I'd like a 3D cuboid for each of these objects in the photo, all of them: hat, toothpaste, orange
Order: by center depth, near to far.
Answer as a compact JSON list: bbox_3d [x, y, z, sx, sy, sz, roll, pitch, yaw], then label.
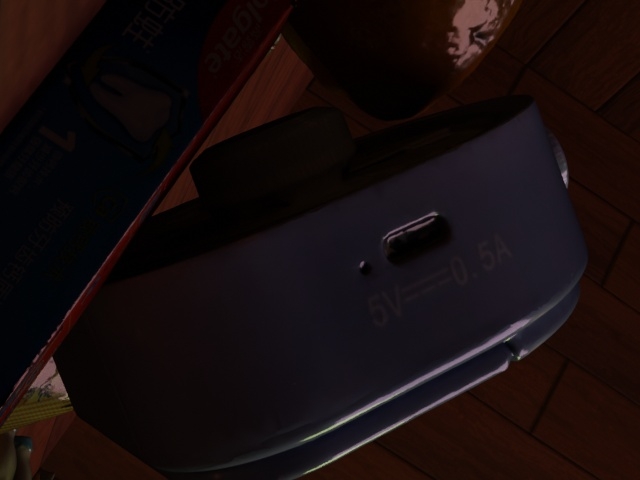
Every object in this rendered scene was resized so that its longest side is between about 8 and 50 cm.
[{"bbox_3d":[-0.125,-0.020,0.551,0.320,0.076,0.066,-57,-177,-20],"label":"toothpaste"},{"bbox_3d":[0.058,-0.227,0.888,0.249,0.183,0.249,-48,-161,23],"label":"orange"},{"bbox_3d":[-0.245,0.126,1.029,0.193,0.082,0.193,-57,-177,5],"label":"hat"}]

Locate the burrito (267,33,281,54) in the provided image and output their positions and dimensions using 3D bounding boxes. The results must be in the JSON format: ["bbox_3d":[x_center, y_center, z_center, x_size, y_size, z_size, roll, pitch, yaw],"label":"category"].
[{"bbox_3d":[-0.061,-0.182,0.993,0.074,0.044,0.118,-60,178,12],"label":"burrito"}]

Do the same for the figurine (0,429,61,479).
[{"bbox_3d":[-0.301,0.275,1.076,0.205,0.103,0.260,90,-5,-46],"label":"figurine"}]

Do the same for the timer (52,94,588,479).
[{"bbox_3d":[0.000,0.000,0.765,0.395,0.173,0.395,-21,-172,3],"label":"timer"}]
